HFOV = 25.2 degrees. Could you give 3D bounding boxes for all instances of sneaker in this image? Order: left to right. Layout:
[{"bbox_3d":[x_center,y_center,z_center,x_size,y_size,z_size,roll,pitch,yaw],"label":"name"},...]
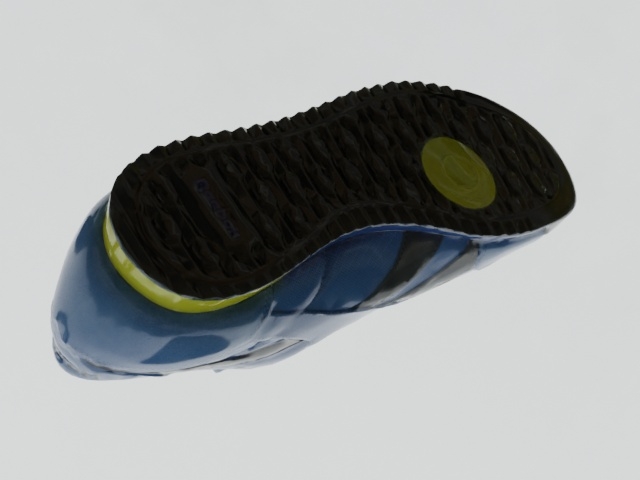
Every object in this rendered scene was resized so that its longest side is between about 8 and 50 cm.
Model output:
[{"bbox_3d":[0.000,0.000,0.498,0.209,0.082,0.069,-15,-116,-39],"label":"sneaker"}]
